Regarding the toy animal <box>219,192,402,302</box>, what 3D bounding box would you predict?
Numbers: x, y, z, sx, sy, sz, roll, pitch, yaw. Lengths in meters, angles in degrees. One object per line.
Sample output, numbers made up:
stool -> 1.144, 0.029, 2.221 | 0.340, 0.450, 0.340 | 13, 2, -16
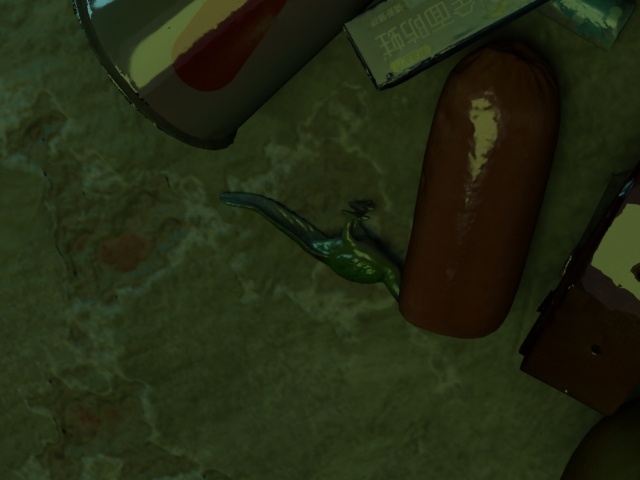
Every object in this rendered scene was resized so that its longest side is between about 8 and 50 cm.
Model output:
toy animal -> 0.007, -0.012, 1.387 | 0.217, 0.041, 0.075 | 32, 123, 11

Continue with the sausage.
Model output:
sausage -> 0.136, -0.044, 1.276 | 0.113, 0.113, 0.259 | 17, 120, 14

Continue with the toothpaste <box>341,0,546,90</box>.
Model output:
toothpaste -> 0.172, -0.218, 1.152 | 0.320, 0.076, 0.066 | -29, 92, 14

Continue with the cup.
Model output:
cup -> -0.035, -0.232, 1.226 | 0.288, 0.203, 0.203 | -34, 98, 24

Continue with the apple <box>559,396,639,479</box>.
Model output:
apple -> 0.346, 0.291, 1.236 | 0.338, 0.305, 0.339 | 9, 118, 17

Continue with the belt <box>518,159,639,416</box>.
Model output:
belt -> 0.256, 0.018, 1.218 | 0.105, 0.184, 0.261 | 29, 131, 8

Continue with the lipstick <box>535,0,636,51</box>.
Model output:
lipstick -> 0.177, -0.212, 1.218 | 0.158, 0.048, 0.048 | 32, 121, 5
